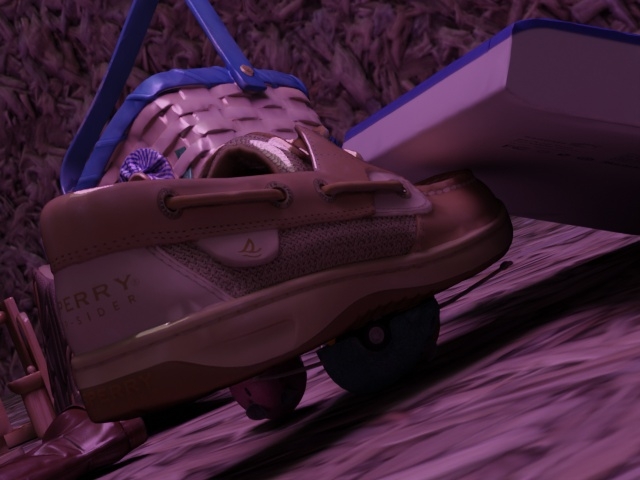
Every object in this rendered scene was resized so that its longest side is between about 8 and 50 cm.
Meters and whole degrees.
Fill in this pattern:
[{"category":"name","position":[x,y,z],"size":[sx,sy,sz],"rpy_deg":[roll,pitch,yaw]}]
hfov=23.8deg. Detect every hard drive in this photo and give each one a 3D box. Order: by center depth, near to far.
[{"category":"hard drive","position":[0.146,-0.048,0.792],"size":[0.210,0.040,0.319],"rpy_deg":[9,-6,-11]}]

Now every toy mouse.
[{"category":"toy mouse","position":[0.005,0.060,0.719],"size":[0.161,0.031,0.143],"rpy_deg":[-21,0,24]}]

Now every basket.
[{"category":"basket","position":[-0.117,-0.063,1.300],"size":[0.201,0.289,0.255],"rpy_deg":[1,-52,-37]}]

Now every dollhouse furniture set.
[{"category":"dollhouse furniture set","position":[-0.309,0.130,1.299],"size":[0.151,0.123,0.144],"rpy_deg":[-21,0,-19]}]

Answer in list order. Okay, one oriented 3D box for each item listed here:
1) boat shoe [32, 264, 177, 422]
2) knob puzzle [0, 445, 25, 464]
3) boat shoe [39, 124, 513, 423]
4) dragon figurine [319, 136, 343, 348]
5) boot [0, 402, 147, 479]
[{"category":"boat shoe","position":[-0.128,0.074,1.079],"size":[0.130,0.132,0.355],"rpy_deg":[-10,5,-13]},{"category":"knob puzzle","position":[-0.322,0.187,1.053],"size":[0.213,0.030,0.213],"rpy_deg":[-21,1,0]},{"category":"boat shoe","position":[-0.007,-0.007,0.681],"size":[0.109,0.098,0.302],"rpy_deg":[-21,-1,35]},{"category":"dragon figurine","position":[0.000,0.000,1.121],"size":[0.085,0.144,0.289],"rpy_deg":[-21,0,-3]},{"category":"boot","position":[-0.164,0.126,0.819],"size":[0.114,0.037,0.106],"rpy_deg":[-27,2,-38]}]
